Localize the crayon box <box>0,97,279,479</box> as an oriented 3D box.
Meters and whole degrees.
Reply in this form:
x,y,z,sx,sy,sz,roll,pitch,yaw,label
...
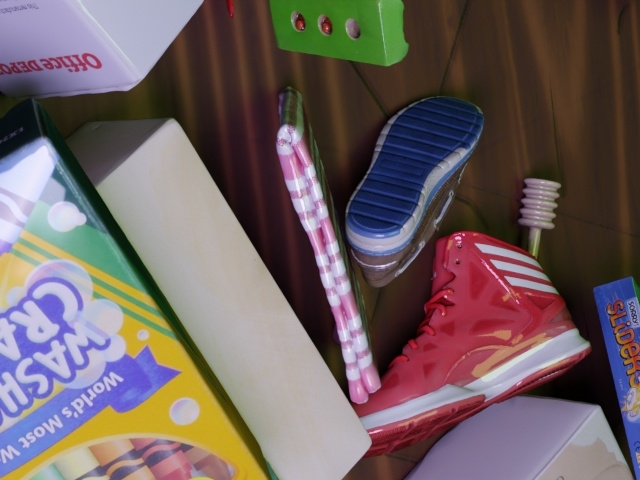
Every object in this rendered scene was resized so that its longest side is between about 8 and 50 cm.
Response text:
x,y,z,sx,sy,sz,roll,pitch,yaw,label
-0.165,0.108,1.042,0.203,0.083,0.323,-31,115,0,crayon box

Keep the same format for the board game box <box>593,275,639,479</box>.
x,y,z,sx,sy,sz,roll,pitch,yaw,label
0.270,0.145,1.411,0.136,0.035,0.201,44,32,-54,board game box

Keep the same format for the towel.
x,y,z,sx,sy,sz,roll,pitch,yaw,label
0.000,0.000,1.213,0.029,0.144,0.197,-17,104,2,towel

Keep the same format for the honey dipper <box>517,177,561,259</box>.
x,y,z,sx,sy,sz,roll,pitch,yaw,label
0.162,0.031,1.410,0.030,0.030,0.160,12,88,-40,honey dipper

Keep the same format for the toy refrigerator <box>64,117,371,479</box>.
x,y,z,sx,sy,sz,roll,pitch,yaw,label
-0.081,0.052,1.157,0.094,0.102,0.269,-45,117,-30,toy refrigerator

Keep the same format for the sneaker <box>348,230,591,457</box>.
x,y,z,sx,sy,sz,roll,pitch,yaw,label
0.081,0.072,1.328,0.221,0.087,0.128,-18,74,-26,sneaker

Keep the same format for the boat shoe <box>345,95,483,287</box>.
x,y,z,sx,sy,sz,roll,pitch,yaw,label
0.065,-0.037,1.303,0.183,0.066,0.066,-51,152,-42,boat shoe

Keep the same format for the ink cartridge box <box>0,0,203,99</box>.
x,y,z,sx,sy,sz,roll,pitch,yaw,label
-0.184,-0.186,1.032,0.208,0.153,0.087,52,60,-30,ink cartridge box

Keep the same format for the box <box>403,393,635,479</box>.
x,y,z,sx,sy,sz,roll,pitch,yaw,label
0.189,0.281,1.376,0.148,0.121,0.311,-43,117,-31,box

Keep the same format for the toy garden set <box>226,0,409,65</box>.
x,y,z,sx,sy,sz,roll,pitch,yaw,label
-0.026,-0.246,1.144,0.049,0.204,0.244,-25,117,-35,toy garden set
